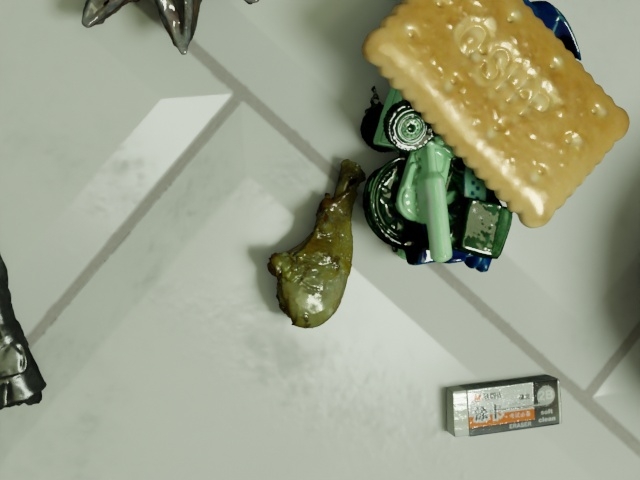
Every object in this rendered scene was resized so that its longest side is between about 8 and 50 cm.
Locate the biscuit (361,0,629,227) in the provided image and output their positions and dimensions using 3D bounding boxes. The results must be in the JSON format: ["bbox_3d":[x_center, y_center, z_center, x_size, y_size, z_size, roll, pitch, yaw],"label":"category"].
[{"bbox_3d":[0.171,-0.146,1.238,0.250,0.030,0.160,46,76,-10],"label":"biscuit"}]

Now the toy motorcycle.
[{"bbox_3d":[0.150,-0.132,1.305,0.196,0.125,0.331,11,88,-14],"label":"toy motorcycle"}]

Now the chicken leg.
[{"bbox_3d":[0.000,0.000,1.302,0.093,0.070,0.178,30,79,-32],"label":"chicken leg"}]

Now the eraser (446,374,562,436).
[{"bbox_3d":[0.194,0.175,1.383,0.122,0.029,0.052,-5,95,-15],"label":"eraser"}]

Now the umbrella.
[{"bbox_3d":[-0.317,0.048,1.231,0.066,0.059,0.236,-17,97,-36],"label":"umbrella"}]

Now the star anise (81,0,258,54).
[{"bbox_3d":[-0.142,-0.305,1.221,0.223,0.109,0.236,18,105,7],"label":"star anise"}]
